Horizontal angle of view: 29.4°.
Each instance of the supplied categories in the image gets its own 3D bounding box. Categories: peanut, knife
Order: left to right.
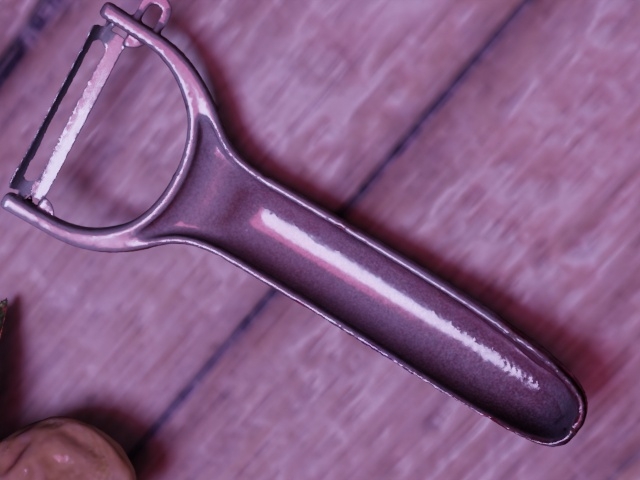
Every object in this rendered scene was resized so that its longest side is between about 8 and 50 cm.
[{"bbox_3d":[-0.183,0.168,0.622,0.227,0.085,0.104,-28,82,17],"label":"peanut"},{"bbox_3d":[0.001,0.000,0.554,0.278,0.053,0.123,31,103,6],"label":"knife"}]

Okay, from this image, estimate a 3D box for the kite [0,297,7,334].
[{"bbox_3d":[-0.237,0.129,0.611,0.241,0.014,0.183,-39,54,10],"label":"kite"}]
